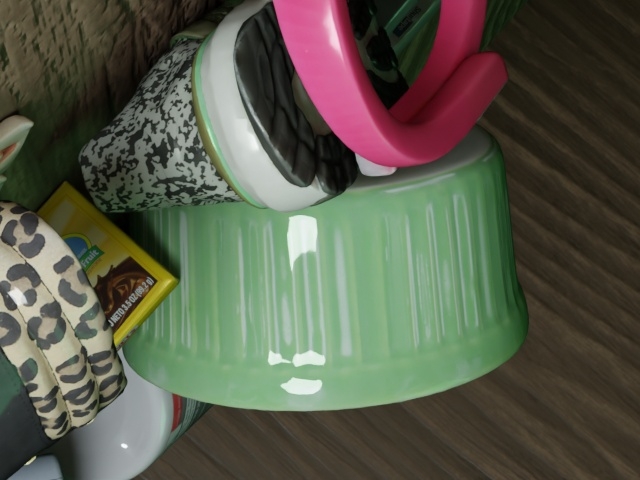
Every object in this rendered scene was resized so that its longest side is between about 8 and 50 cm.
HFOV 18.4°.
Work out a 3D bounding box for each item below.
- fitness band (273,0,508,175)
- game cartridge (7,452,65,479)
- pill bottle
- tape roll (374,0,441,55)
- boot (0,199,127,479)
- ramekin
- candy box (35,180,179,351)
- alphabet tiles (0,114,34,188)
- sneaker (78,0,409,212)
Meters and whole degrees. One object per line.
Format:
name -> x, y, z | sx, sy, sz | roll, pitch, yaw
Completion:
fitness band -> 0.049, -0.164, 1.255 | 0.054, 0.209, 0.291 | -7, -157, 27
game cartridge -> -0.289, 0.225, 1.533 | 0.198, 0.062, 0.297 | -7, 165, -7
pill bottle -> -0.138, 0.075, 1.665 | 0.161, 0.161, 0.283 | -51, 175, 31
tape roll -> 0.053, -0.210, 1.653 | 0.219, 0.072, 0.219 | -48, 177, -4
boot -> -0.248, 0.139, 1.068 | 0.284, 0.138, 0.377 | -40, 165, -20
ramekin -> 0.000, 0.000, 1.453 | 0.303, 0.303, 0.148 | -41, 130, -62
candy box -> -0.202, 0.069, 1.342 | 0.206, 0.105, 0.027 | -49, 171, -3
alphabet tiles -> -0.265, 0.047, 1.080 | 0.278, 0.021, 0.284 | -45, 174, -40
sneaker -> -0.056, -0.109, 1.360 | 0.182, 0.158, 0.410 | -17, -171, 17
